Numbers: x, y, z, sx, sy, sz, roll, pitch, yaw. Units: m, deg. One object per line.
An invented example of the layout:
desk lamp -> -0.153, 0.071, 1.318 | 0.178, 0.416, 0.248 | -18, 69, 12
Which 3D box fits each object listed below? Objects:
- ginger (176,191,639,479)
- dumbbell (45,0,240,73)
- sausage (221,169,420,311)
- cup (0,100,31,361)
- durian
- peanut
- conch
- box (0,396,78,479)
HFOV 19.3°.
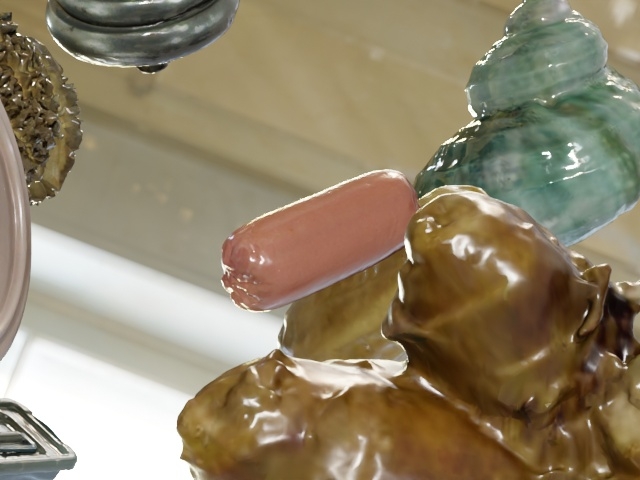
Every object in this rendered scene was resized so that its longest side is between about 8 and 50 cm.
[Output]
ginger -> 0.111, 0.115, 0.850 | 0.152, 0.357, 0.274 | -97, 11, -57
dumbbell -> -0.168, -0.326, 1.605 | 0.179, 0.179, 0.406 | -70, -21, -53
sausage -> 0.000, 0.000, 1.262 | 0.154, 0.062, 0.062 | -23, -29, -33
cup -> -0.321, 0.022, 1.004 | 0.208, 0.273, 0.288 | 61, -154, -47
durian -> -0.271, -0.090, 1.357 | 0.196, 0.196, 0.167 | 114, 179, -80
peanut -> 0.052, 0.037, 1.424 | 0.226, 0.095, 0.108 | -39, 57, 32
conch -> 0.180, -0.078, 1.583 | 0.220, 0.195, 0.277 | 20, 110, 51
box -> -0.216, 0.144, 1.219 | 0.099, 0.074, 0.054 | 7, -64, -59
